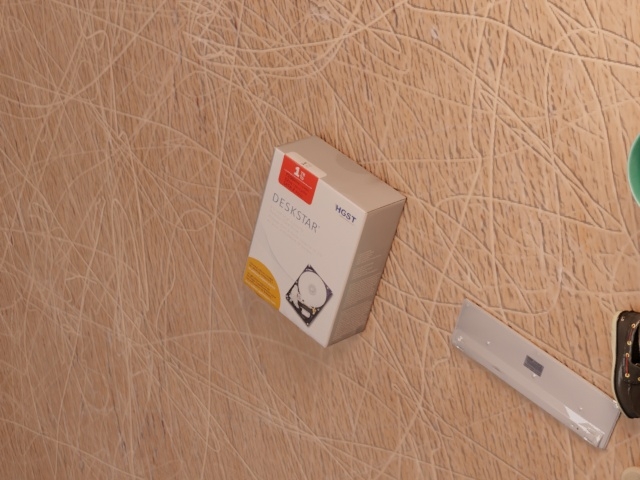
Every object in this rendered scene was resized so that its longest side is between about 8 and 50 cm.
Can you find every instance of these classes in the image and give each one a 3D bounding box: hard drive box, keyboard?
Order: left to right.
[{"bbox_3d":[0.000,0.000,1.849,0.181,0.089,0.232,36,127,30],"label":"hard drive box"},{"bbox_3d":[0.271,0.168,1.695,0.256,0.014,0.072,35,122,31],"label":"keyboard"}]

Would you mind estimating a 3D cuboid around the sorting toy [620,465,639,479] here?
[{"bbox_3d":[0.403,0.395,1.550,0.208,0.038,0.193,-129,31,-61],"label":"sorting toy"}]

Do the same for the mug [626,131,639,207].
[{"bbox_3d":[0.415,-0.069,1.401,0.158,0.097,0.129,48,132,21],"label":"mug"}]

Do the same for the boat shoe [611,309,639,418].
[{"bbox_3d":[0.371,0.148,1.558,0.042,0.049,0.133,8,105,52],"label":"boat shoe"}]
